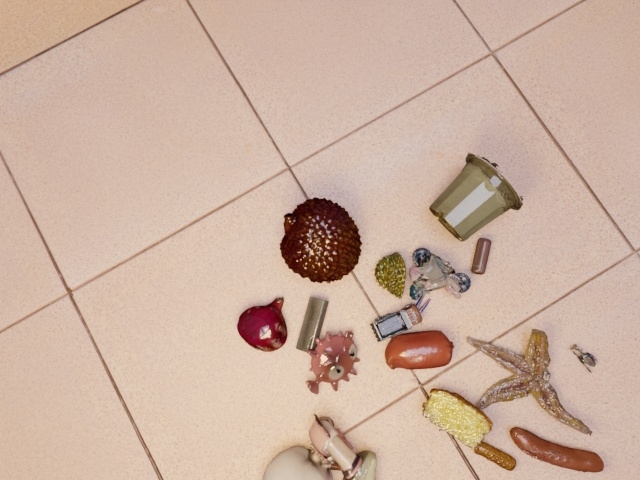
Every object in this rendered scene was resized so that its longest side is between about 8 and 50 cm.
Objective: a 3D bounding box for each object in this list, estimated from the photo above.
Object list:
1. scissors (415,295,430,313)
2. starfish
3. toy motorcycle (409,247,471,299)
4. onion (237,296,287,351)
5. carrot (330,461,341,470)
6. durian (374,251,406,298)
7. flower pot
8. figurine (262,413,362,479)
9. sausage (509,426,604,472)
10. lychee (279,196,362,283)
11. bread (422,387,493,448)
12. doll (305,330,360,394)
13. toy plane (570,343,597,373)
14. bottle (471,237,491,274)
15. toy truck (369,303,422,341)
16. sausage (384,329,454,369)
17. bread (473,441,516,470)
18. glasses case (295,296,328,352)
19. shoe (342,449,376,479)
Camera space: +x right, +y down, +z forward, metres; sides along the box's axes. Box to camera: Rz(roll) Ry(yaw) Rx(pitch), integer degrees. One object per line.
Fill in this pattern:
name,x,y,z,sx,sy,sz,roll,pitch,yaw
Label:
scissors,0.380,0.263,1.652,0.039,0.012,0.113,36,84,6
starfish,0.749,0.501,1.555,0.384,0.132,0.397,-5,95,9
toy motorcycle,0.424,0.162,1.626,0.239,0.108,0.204,31,77,30
onion,-0.199,0.302,1.601,0.195,0.140,0.218,31,79,12
carrot,0.044,0.823,1.560,0.093,0.032,0.032,11,81,0
durian,0.261,0.130,1.622,0.108,0.119,0.186,0,82,-3
flower pot,0.567,-0.144,1.612,0.259,0.290,0.290,-44,83,7
figurine,-0.055,0.783,1.470,0.211,0.253,0.361,38,88,-21
sausage,0.839,0.759,1.535,0.327,0.079,0.087,16,82,5
lychee,0.000,0.000,1.561,0.330,0.306,0.306,28,82,-18
bread,0.479,0.625,1.530,0.229,0.139,0.143,32,86,16
doll,0.042,0.447,1.581,0.211,0.093,0.262,46,76,-13
toy plane,0.994,0.438,1.609,0.049,0.031,0.120,-38,85,4
bottle,0.625,0.061,1.661,0.053,0.053,0.140,15,81,3
toy truck,0.286,0.307,1.602,0.192,0.092,0.083,-25,81,3
sausage,0.365,0.402,1.567,0.255,0.148,0.148,-3,81,0
bread,0.633,0.781,1.550,0.157,0.044,0.052,26,85,5
glasses case,-0.032,0.320,1.620,0.071,0.047,0.204,10,80,33
shoe,0.170,0.922,1.498,0.211,0.132,0.341,19,85,0
